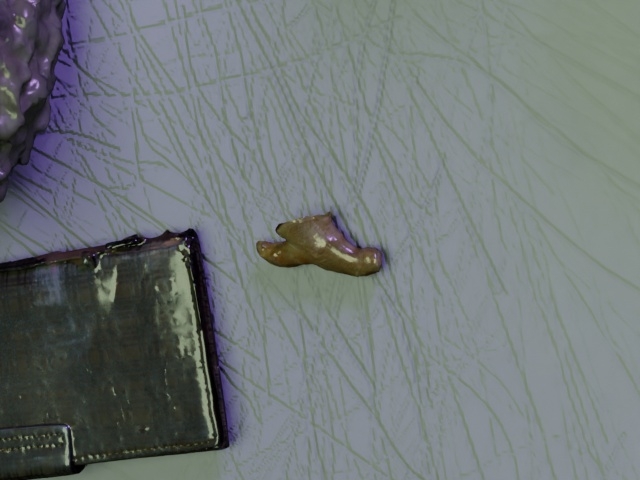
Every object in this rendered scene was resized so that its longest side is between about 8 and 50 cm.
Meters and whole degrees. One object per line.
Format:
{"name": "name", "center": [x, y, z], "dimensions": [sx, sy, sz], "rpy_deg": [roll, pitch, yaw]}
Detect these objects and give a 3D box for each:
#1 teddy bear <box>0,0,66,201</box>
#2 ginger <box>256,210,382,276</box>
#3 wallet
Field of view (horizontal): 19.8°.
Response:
{"name": "teddy bear", "center": [-0.362, -0.155, 1.330], "dimensions": [0.367, 0.224, 0.357], "rpy_deg": [11, 80, 21]}
{"name": "ginger", "center": [-0.001, -0.001, 1.302], "dimensions": [0.097, 0.030, 0.048], "rpy_deg": [6, 126, 22]}
{"name": "wallet", "center": [-0.224, 0.097, 1.389], "dimensions": [0.317, 0.044, 0.169], "rpy_deg": [-10, 88, 20]}
